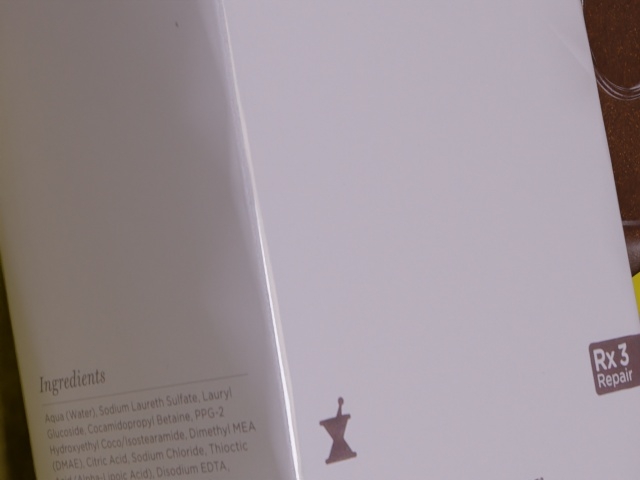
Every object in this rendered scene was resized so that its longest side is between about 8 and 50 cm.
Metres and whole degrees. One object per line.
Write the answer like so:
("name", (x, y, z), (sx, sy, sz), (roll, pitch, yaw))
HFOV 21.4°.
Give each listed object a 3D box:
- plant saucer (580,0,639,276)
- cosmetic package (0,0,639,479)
("plant saucer", (0.150, -0.119, 0.937), (0.310, 0.050, 0.311), (0, 90, -47))
("cosmetic package", (0.000, 0.000, 0.668), (0.217, 0.156, 0.385), (-9, 89, -46))
